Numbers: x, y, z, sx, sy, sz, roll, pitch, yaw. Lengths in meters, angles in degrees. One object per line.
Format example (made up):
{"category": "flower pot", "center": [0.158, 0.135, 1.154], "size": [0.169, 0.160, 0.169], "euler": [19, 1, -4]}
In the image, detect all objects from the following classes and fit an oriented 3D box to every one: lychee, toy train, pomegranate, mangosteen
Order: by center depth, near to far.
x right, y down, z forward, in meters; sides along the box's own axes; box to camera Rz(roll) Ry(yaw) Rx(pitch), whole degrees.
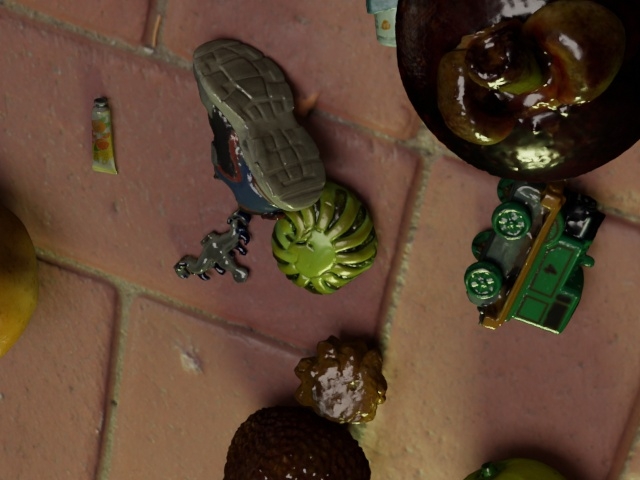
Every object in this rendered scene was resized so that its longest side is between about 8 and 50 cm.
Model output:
{"category": "mangosteen", "center": [0.218, -0.197, 1.363], "size": [0.297, 0.293, 0.297], "euler": [-6, 108, -19]}
{"category": "toy train", "center": [0.239, 0.013, 1.574], "size": [0.136, 0.091, 0.227], "euler": [23, 120, 0]}
{"category": "lychee", "center": [-0.031, 0.297, 1.777], "size": [0.194, 0.194, 0.194], "euler": [10, 117, 19]}
{"category": "pomegranate", "center": [-0.485, 0.053, 1.821], "size": [0.264, 0.264, 0.264], "euler": [10, 117, 19]}

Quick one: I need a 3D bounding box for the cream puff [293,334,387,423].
{"category": "cream puff", "center": [0.027, 0.170, 1.743], "size": [0.122, 0.094, 0.116], "euler": [-41, 98, 10]}

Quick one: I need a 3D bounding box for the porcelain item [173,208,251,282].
{"category": "porcelain item", "center": [-0.117, 0.023, 1.771], "size": [0.075, 0.021, 0.136], "euler": [48, 123, -4]}

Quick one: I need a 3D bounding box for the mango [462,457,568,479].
{"category": "mango", "center": [0.250, 0.420, 1.725], "size": [0.192, 0.156, 0.343], "euler": [9, 121, 29]}

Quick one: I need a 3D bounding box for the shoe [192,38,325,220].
{"category": "shoe", "center": [-0.084, -0.119, 1.649], "size": [0.227, 0.099, 0.125], "euler": [62, 149, 12]}

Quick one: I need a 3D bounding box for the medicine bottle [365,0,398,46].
{"category": "medicine bottle", "center": [0.062, -0.332, 1.488], "size": [0.124, 0.079, 0.258], "euler": [-1, 114, 20]}

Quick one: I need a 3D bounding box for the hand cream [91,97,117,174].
{"category": "hand cream", "center": [-0.269, -0.127, 1.767], "size": [0.035, 0.022, 0.102], "euler": [11, 122, 13]}

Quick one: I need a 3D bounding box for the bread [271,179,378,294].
{"category": "bread", "center": [0.000, 0.000, 1.682], "size": [0.130, 0.071, 0.139], "euler": [42, 123, -5]}
